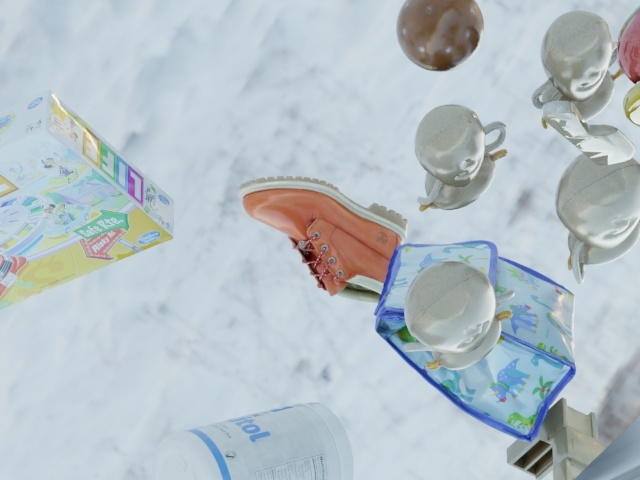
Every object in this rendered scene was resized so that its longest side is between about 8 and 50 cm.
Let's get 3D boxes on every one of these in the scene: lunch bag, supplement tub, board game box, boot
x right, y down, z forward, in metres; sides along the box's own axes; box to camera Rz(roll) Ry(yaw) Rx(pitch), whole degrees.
[{"bbox_3d":[0.117,0.063,1.173,0.129,0.151,0.096,-69,-176,-65],"label":"lunch bag"},{"bbox_3d":[-0.041,0.141,0.921,0.107,0.071,0.071,-10,139,-37],"label":"supplement tub"},{"bbox_3d":[-0.166,-0.010,0.770,0.154,0.026,0.103,-22,140,23],"label":"board game box"},{"bbox_3d":[0.000,0.000,1.274,0.059,0.157,0.085,-32,-138,57],"label":"boot"}]

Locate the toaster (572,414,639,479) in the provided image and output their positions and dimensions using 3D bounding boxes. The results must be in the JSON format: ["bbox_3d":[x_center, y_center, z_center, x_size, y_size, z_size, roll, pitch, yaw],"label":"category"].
[{"bbox_3d":[0.202,0.144,0.656,0.110,0.168,0.185,-36,176,41],"label":"toaster"}]

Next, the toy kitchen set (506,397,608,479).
[{"bbox_3d":[0.191,0.181,1.152,0.075,0.068,0.083,-50,-159,36],"label":"toy kitchen set"}]

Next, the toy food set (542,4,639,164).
[{"bbox_3d":[0.207,-0.096,0.700,0.128,0.217,0.071,15,69,-57],"label":"toy food set"}]

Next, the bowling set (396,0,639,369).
[{"bbox_3d":[0.137,-0.069,0.949,0.287,0.200,0.154,-31,163,2],"label":"bowling set"}]
